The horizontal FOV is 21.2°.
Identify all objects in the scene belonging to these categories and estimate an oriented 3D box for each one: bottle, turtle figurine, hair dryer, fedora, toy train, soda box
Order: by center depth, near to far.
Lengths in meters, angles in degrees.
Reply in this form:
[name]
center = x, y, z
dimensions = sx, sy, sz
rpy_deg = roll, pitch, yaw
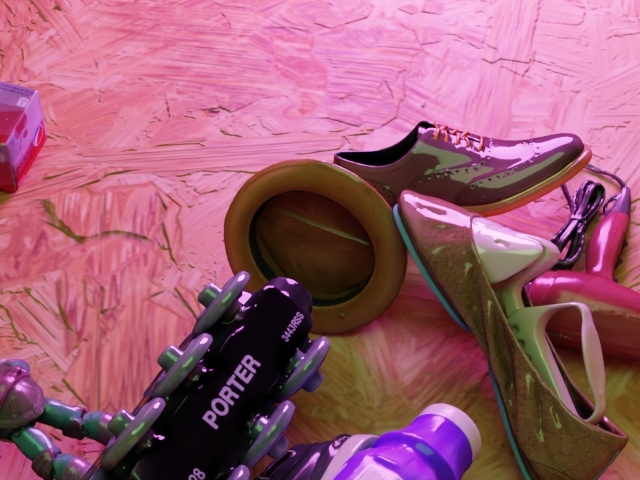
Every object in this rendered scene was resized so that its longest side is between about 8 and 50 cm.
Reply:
[bottle]
center = 0.045, 0.244, 1.484
dimensions = 0.092, 0.118, 0.283
rpy_deg = 22, 39, 25
[toy train]
center = -0.115, 0.170, 1.551
dimensions = 0.142, 0.190, 0.334
rpy_deg = 39, 45, -5
[turtle figurine]
center = -0.304, 0.174, 1.631
dimensions = 0.234, 0.118, 0.175
rpy_deg = 21, 55, 9
[fedora]
center = 0.000, 0.000, 1.755
dimensions = 0.194, 0.194, 0.079
rpy_deg = 13, 18, 10
[hair dryer]
center = 0.286, 0.023, 1.759
dimensions = 0.223, 0.080, 0.293
rpy_deg = -27, 58, -20
[soda box]
center = -0.441, -0.138, 1.883
dimensions = 0.263, 0.083, 0.092
rpy_deg = 15, 53, 12

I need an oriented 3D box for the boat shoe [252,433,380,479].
[boat shoe]
center = -0.063, 0.289, 1.523
dimensions = 0.113, 0.127, 0.340
rpy_deg = 5, 41, 36

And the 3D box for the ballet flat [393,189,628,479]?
[ballet flat]
center = 0.194, 0.076, 1.643
dimensions = 0.124, 0.116, 0.342
rpy_deg = -34, 69, 25

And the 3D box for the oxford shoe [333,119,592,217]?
[oxford shoe]
center = 0.144, -0.079, 1.779
dimensions = 0.271, 0.098, 0.097
rpy_deg = -14, 20, 7
